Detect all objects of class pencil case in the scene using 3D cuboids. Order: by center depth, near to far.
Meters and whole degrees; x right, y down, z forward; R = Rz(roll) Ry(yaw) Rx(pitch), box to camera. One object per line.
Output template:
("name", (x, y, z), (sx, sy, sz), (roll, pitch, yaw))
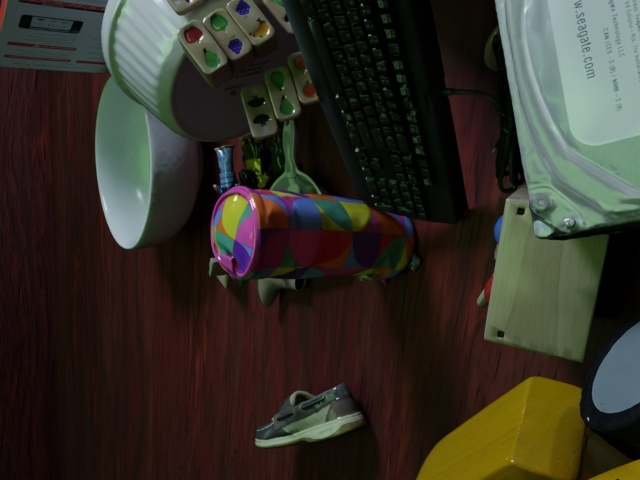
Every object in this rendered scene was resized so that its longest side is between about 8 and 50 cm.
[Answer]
("pencil case", (0.000, 0.000, 0.630), (0.104, 0.236, 0.104), (-8, 80, 51))

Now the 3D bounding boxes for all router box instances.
("router box", (-0.371, -0.385, 0.997), (0.301, 0.335, 0.082), (-15, 84, 54))

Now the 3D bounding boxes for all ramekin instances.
("ramekin", (-0.131, -0.249, 0.756), (0.127, 0.273, 0.273), (52, 135, 22))

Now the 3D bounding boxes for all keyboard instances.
("keyboard", (0.083, -0.121, 0.492), (0.202, 0.033, 0.317), (7, 145, 28))

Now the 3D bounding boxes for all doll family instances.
("doll family", (-0.109, -0.102, 0.903), (0.193, 0.076, 0.111), (-4, 96, 60))

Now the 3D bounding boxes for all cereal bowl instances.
("cereal bowl", (-0.326, -0.154, 1.136), (0.339, 0.141, 0.338), (12, 105, 54))

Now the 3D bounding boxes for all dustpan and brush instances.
("dustpan and brush", (-0.034, -0.065, 0.798), (0.147, 0.060, 0.211), (-3, 79, 43))

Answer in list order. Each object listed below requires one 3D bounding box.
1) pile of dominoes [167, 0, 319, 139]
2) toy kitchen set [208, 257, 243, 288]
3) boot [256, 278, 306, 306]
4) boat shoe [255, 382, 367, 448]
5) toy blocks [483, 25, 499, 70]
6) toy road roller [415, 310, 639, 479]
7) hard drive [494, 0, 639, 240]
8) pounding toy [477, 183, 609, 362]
("pile of dominoes", (-0.025, -0.250, 0.615), (0.196, 0.251, 0.040), (53, 174, 4))
("toy kitchen set", (-0.175, 0.031, 1.013), (0.075, 0.068, 0.083), (44, 128, 43))
("boot", (-0.056, 0.058, 0.874), (0.087, 0.042, 0.118), (25, 115, 48))
("boat shoe", (-0.021, 0.252, 0.827), (0.223, 0.080, 0.073), (-30, 65, 47))
("toy blocks", (0.212, -0.155, 0.453), (0.148, 0.054, 0.123), (54, 135, 35))
("toy road roller", (0.183, 0.216, 0.339), (0.202, 0.240, 0.329), (36, 136, 4))
("hard drive", (0.259, -0.141, 0.280), (0.339, 0.064, 0.236), (-11, 83, 37))
("pounding toy", (0.175, 0.023, 0.477), (0.100, 0.141, 0.130), (11, 106, 24))
